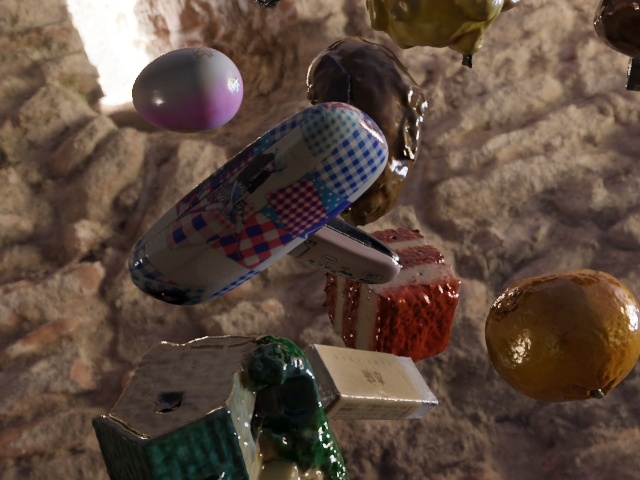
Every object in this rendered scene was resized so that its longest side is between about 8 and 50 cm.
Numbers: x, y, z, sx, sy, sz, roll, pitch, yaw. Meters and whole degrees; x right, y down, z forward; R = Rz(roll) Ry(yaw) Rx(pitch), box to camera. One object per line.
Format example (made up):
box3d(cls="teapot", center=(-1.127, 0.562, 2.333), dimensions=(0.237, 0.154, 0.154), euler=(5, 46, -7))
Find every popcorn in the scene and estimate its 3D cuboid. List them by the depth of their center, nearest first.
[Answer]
box3d(cls="popcorn", center=(0.243, -0.456, 1.350), dimensions=(0.316, 0.281, 0.297), euler=(-21, -159, -8))

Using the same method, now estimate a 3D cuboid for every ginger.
box3d(cls="ginger", center=(0.067, -0.183, 1.083), dimensions=(0.172, 0.165, 0.321), euler=(-39, -136, 40))

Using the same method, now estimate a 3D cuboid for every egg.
box3d(cls="egg", center=(-0.302, -0.339, 1.655), dimensions=(0.271, 0.196, 0.196), euler=(12, -148, 35))

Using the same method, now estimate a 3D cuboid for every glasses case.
box3d(cls="glasses case", center=(-0.072, -0.030, 0.801), dimensions=(0.327, 0.125, 0.076), euler=(-35, -129, 21))
box3d(cls="glasses case", center=(0.000, 0.000, 1.323), dimensions=(0.122, 0.314, 0.075), euler=(-40, -151, 58))

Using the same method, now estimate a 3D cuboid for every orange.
box3d(cls="orange", center=(0.349, 0.136, 1.056), dimensions=(0.219, 0.193, 0.219), euler=(2, 157, 1))

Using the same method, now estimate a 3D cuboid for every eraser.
box3d(cls="eraser", center=(0.104, 0.310, 1.580), dimensions=(0.343, 0.078, 0.144), euler=(14, -146, -45))

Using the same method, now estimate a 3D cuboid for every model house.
box3d(cls="model house", center=(-0.155, 0.381, 1.107), dimensions=(0.335, 0.382, 0.342), euler=(-7, -158, 11))

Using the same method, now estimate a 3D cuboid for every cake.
box3d(cls="cake", center=(0.187, 0.155, 1.949), dimensions=(0.270, 0.269, 0.319), euler=(-9, -148, -20))

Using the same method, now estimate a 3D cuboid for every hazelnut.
box3d(cls="hazelnut", center=(0.518, -0.352, 1.101), dimensions=(0.214, 0.176, 0.214), euler=(-16, 165, -4))

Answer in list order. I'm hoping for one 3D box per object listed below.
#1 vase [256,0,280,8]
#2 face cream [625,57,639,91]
box3d(cls="vase", center=(-0.055, -0.449, 1.286), dimensions=(0.081, 0.081, 0.149), euler=(1, -155, 41))
box3d(cls="face cream", center=(0.712, -0.298, 1.343), dimensions=(0.284, 0.073, 0.073), euler=(10, -153, 18))
